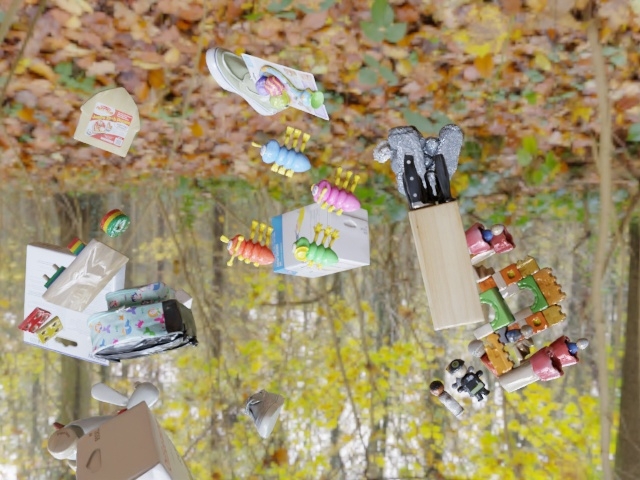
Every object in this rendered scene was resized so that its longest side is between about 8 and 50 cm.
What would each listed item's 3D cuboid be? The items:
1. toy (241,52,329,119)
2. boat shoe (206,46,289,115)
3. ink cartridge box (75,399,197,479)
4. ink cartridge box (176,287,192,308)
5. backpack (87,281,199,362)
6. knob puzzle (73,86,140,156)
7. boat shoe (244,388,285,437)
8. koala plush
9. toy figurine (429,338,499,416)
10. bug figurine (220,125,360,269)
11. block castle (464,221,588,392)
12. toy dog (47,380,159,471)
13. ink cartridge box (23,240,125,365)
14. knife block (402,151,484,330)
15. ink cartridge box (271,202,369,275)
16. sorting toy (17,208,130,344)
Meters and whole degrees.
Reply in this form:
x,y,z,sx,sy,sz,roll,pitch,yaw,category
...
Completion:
x,y,z,sx,sy,sz,roll,pitch,yaw,category
-0.096,-0.350,1.626,0.237,0.056,0.137,23,153,35,toy
-0.199,-0.460,1.970,0.094,0.109,0.302,-8,157,33,boat shoe
-0.308,0.559,1.376,0.166,0.395,0.285,-31,-160,-12,ink cartridge box
-0.461,0.227,2.167,0.056,0.135,0.099,38,-135,19,ink cartridge box
-0.471,0.219,1.796,0.253,0.191,0.225,-19,165,0,backpack
-0.634,-0.371,2.088,0.213,0.213,0.030,-2,-160,-38,knob puzzle
-0.135,0.388,1.578,0.081,0.079,0.227,23,178,2,boat shoe
0.244,-0.224,1.842,0.196,0.203,0.221,-5,-159,-15,koala plush
0.467,0.443,2.243,0.213,0.148,0.209,-35,167,-44,toy figurine
-0.048,-0.048,1.226,0.216,0.279,0.072,17,-156,-10,bug figurine
0.544,0.169,1.932,0.212,0.453,0.303,-34,163,27,block castle
-0.646,0.519,2.022,0.333,0.220,0.161,-23,-133,-36,toy dog
-0.769,0.193,2.158,0.324,0.330,0.071,12,-165,15,ink cartridge box
0.204,-0.016,1.213,0.088,0.242,0.276,-13,-143,8,knife block
0.000,0.000,1.977,0.171,0.168,0.232,12,160,-44,ink cartridge box
-0.429,0.061,1.225,0.046,0.274,0.132,38,174,16,sorting toy
